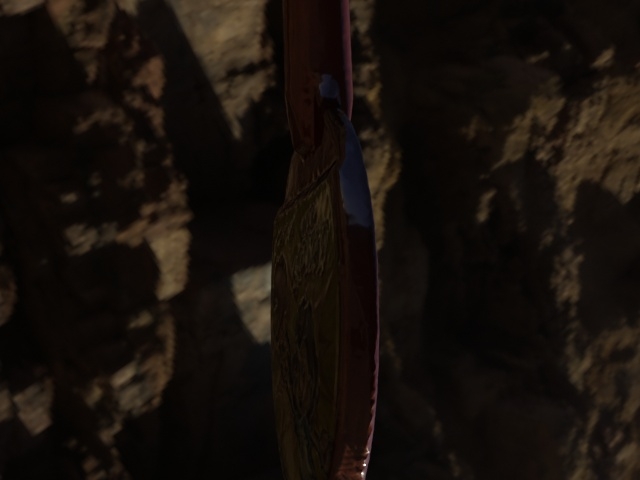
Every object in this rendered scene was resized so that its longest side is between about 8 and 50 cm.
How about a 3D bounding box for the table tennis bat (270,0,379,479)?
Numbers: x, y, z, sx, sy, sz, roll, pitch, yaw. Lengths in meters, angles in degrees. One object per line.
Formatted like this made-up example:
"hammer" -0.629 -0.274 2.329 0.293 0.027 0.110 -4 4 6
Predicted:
"table tennis bat" 0.000 0.000 1.012 0.268 0.051 0.414 150 -60 -76
